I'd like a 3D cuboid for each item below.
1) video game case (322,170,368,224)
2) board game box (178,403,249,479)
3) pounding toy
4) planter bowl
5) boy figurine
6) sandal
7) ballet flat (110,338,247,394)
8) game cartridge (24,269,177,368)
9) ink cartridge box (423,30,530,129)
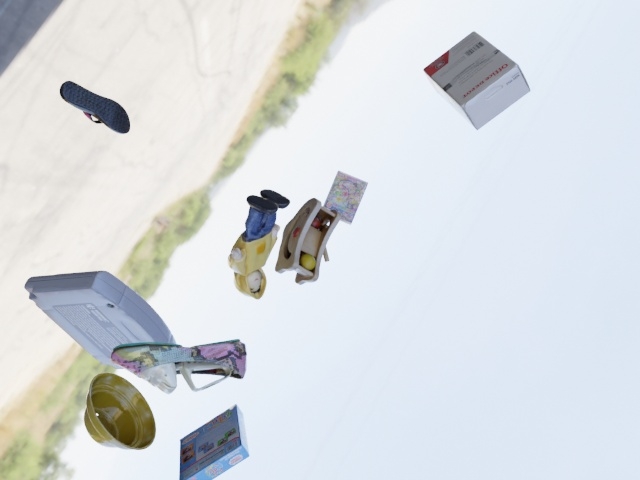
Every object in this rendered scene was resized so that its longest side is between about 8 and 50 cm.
[{"bbox_3d":[0.063,-0.112,2.194,0.011,0.087,0.122,104,8,-84],"label":"video game case"},{"bbox_3d":[-0.240,0.462,1.876,0.160,0.039,0.211,-32,-163,0],"label":"board game box"},{"bbox_3d":[0.000,0.000,2.129,0.154,0.155,0.269,-37,-148,43],"label":"pounding toy"},{"bbox_3d":[-0.512,0.438,2.055,0.090,0.217,0.217,-37,-166,16],"label":"planter bowl"},{"bbox_3d":[-0.160,0.022,2.020,0.177,0.092,0.285,-28,140,-54],"label":"boy figurine"},{"bbox_3d":[-0.500,-0.293,1.860,0.040,0.179,0.067,-22,-131,43],"label":"sandal"},{"bbox_3d":[-0.211,0.196,1.298,0.077,0.222,0.079,-41,-125,49],"label":"ballet flat"},{"bbox_3d":[-0.409,0.157,1.628,0.196,0.294,0.060,-2,-128,26],"label":"game cartridge"},{"bbox_3d":[0.227,-0.235,1.230,0.099,0.056,0.135,-36,-141,6],"label":"ink cartridge box"}]
